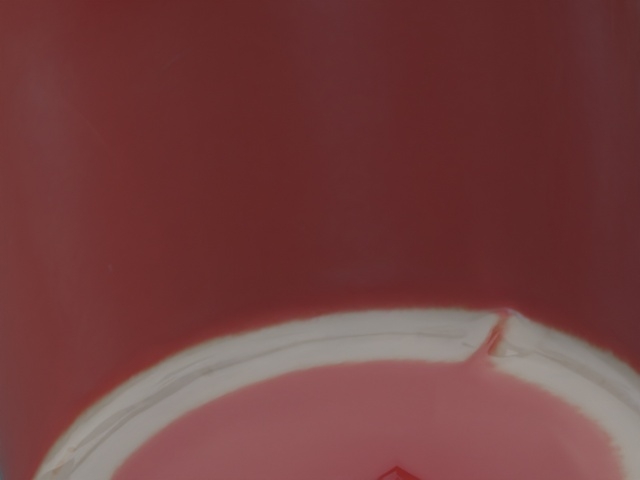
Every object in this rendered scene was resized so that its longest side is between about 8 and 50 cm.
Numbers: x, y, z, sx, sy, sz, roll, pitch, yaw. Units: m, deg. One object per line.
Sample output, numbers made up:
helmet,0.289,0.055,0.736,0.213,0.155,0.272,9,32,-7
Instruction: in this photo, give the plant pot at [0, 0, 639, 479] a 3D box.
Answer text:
plant pot,0.000,0.000,0.608,0.275,0.243,0.275,-5,136,-4
